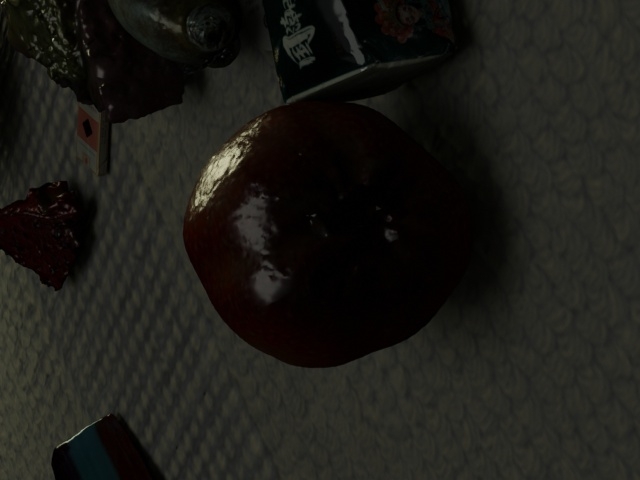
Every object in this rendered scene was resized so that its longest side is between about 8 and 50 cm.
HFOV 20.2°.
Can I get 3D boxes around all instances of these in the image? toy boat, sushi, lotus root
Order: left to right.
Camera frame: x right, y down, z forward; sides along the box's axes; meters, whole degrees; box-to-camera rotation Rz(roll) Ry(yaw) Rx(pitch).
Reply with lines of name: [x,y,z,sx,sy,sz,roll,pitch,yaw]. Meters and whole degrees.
sushi: [-0.188,-0.181,1.417,0.161,0.107,0.241,-44,61,60]
toy boat: [-0.134,0.318,1.513,0.392,0.079,0.136,59,146,37]
lotus root: [-0.101,-0.167,1.280,0.165,0.088,0.088,50,139,47]

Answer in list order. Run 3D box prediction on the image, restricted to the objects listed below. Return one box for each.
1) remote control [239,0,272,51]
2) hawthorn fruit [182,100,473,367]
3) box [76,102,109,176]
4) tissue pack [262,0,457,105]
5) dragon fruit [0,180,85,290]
remote control: [-0.051,-0.249,1.236,0.077,0.022,0.245,-24,79,62]
hawthorn fruit: [0.000,0.000,1.086,0.188,0.169,0.169,150,108,-75]
box: [-0.195,-0.102,1.542,0.046,0.012,0.083,39,131,49]
tissue pack: [0.014,-0.174,1.072,0.103,0.090,0.170,-20,82,58]
dragon fruit: [-0.244,-0.025,1.632,0.097,0.063,0.131,40,143,2]
